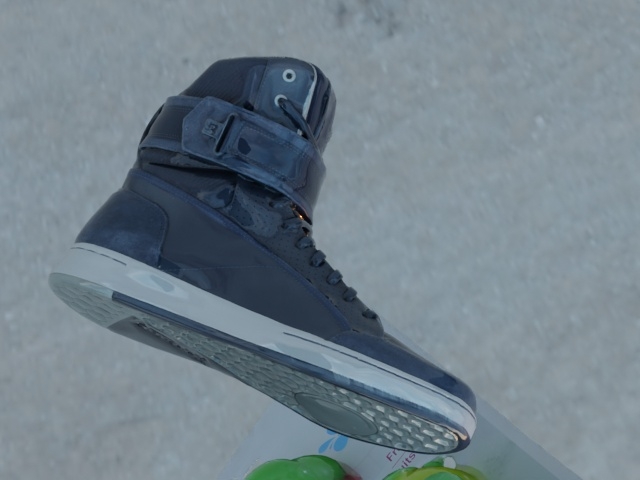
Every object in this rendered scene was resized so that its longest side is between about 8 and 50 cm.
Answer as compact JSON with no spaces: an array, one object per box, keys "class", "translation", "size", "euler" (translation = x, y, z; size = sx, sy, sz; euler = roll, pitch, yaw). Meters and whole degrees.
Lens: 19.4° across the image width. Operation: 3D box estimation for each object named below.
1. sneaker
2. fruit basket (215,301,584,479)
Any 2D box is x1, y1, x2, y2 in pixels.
[{"class":"sneaker","translation":[-0.001,-0.001,0.930],"size":[0.226,0.163,0.086],"euler":[24,159,15]},{"class":"fruit basket","translation":[0.002,0.223,1.119],"size":[0.327,0.353,0.165],"euler":[-51,132,1]}]
